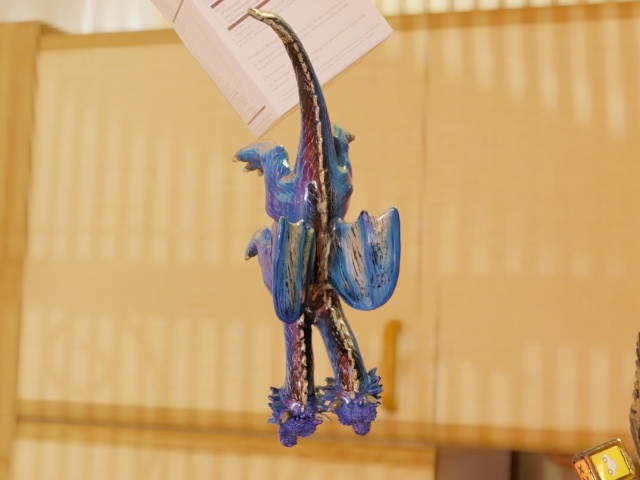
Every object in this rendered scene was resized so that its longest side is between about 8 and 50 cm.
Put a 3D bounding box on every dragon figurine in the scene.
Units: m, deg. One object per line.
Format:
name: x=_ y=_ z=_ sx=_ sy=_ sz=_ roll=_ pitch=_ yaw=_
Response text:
dragon figurine: x=0.000 y=0.000 z=0.968 sx=0.144 sy=0.085 sz=0.289 roll=-115 pitch=23 yaw=-49

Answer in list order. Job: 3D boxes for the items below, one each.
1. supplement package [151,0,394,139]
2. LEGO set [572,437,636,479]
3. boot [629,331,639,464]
supplement package: x=-0.070 y=-0.236 z=1.378 sx=0.244 sy=0.134 sz=0.139 roll=53 pitch=167 yaw=-4
LEGO set: x=0.245 y=0.138 z=0.710 sx=0.182 sy=0.244 sz=0.060 roll=-52 pitch=-5 yaw=-18
boot: x=0.307 y=0.084 z=0.948 sx=0.246 sy=0.207 sz=0.094 roll=74 pitch=179 yaw=-66
